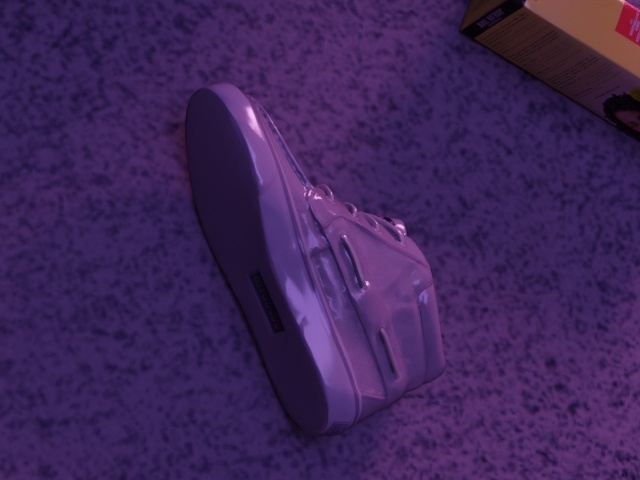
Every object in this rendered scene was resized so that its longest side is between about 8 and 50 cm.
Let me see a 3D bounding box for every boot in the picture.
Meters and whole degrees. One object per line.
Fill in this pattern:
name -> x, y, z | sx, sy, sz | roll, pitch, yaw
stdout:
boot -> 0.000, 0.000, 1.323 | 0.123, 0.095, 0.258 | -23, 96, -32

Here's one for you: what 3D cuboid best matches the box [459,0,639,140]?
box -> 0.229, -0.139, 1.450 | 0.232, 0.087, 0.058 | 29, 68, -14
